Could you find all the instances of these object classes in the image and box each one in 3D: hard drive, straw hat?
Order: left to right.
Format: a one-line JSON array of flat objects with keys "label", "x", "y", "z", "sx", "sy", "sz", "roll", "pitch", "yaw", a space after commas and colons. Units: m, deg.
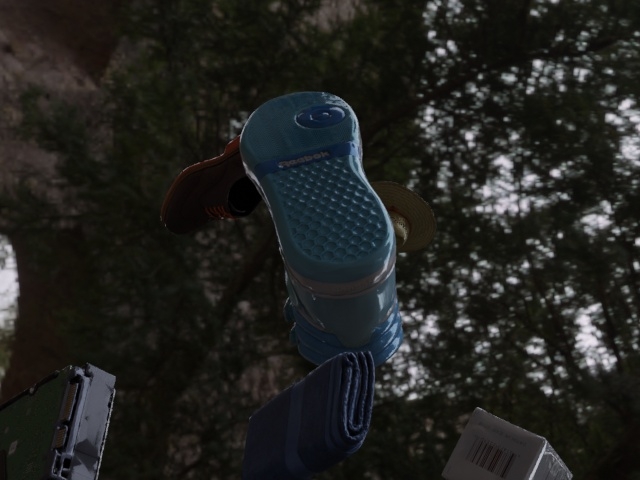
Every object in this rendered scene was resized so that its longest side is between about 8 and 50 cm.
[{"label": "hard drive", "x": -0.371, "y": 0.301, "z": 1.038, "sx": 0.339, "sy": 0.064, "sz": 0.237, "roll": -32, "pitch": -140, "yaw": 34}, {"label": "straw hat", "x": 0.102, "y": -0.017, "z": 1.382, "sx": 0.144, "sy": 0.061, "sz": 0.144, "roll": 10, "pitch": -50, "yaw": 12}]

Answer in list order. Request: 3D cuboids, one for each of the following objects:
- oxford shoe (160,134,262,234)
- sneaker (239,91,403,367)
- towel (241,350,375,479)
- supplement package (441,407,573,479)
[{"label": "oxford shoe", "x": -0.161, "y": -0.071, "z": 1.430, "sx": 0.271, "sy": 0.097, "sz": 0.098, "roll": -36, "pitch": -135, "yaw": 33}, {"label": "sneaker", "x": 0.000, "y": 0.000, "z": 0.913, "sx": 0.319, "sy": 0.127, "sz": 0.208, "roll": -102, "pitch": -178, "yaw": -51}, {"label": "towel", "x": -0.008, "y": 0.118, "z": 0.564, "sx": 0.119, "sy": 0.029, "sz": 0.067, "roll": -40, "pitch": -148, "yaw": 44}, {"label": "supplement package", "x": 0.254, "y": 0.315, "z": 1.213, "sx": 0.105, "sy": 0.179, "sz": 0.105, "roll": 20, "pitch": -107, "yaw": 35}]
